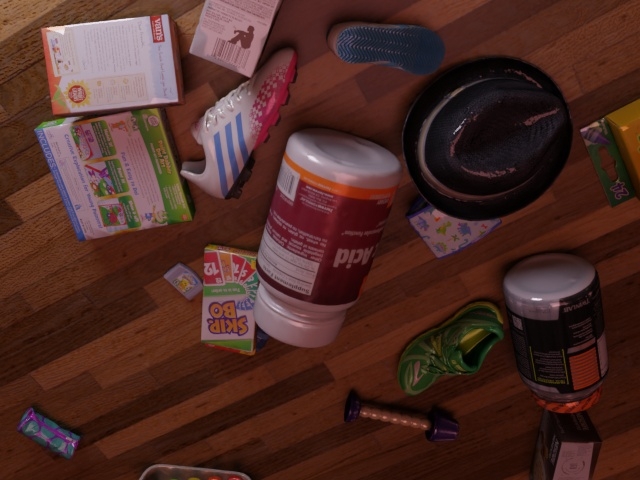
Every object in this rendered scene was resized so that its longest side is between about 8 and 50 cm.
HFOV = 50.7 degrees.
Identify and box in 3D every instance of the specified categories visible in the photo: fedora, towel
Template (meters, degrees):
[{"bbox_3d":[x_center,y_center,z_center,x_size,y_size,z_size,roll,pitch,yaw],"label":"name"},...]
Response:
[{"bbox_3d":[0.322,-0.187,1.225,0.334,0.152,0.333,0,95,-4],"label":"fedora"},{"bbox_3d":[-0.140,0.200,1.533,0.067,0.029,0.119,26,113,-14],"label":"towel"}]

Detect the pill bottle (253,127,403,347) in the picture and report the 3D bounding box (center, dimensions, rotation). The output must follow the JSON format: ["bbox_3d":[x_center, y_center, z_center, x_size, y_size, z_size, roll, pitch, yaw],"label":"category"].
[{"bbox_3d":[0.000,0.000,1.325,0.224,0.224,0.392,13,116,-7],"label":"pill bottle"}]

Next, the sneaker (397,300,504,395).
[{"bbox_3d":[0.285,0.253,1.510,0.109,0.123,0.295,39,111,-18],"label":"sneaker"}]

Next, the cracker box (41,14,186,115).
[{"bbox_3d":[-0.372,-0.314,1.228,0.232,0.067,0.155,-5,96,3],"label":"cracker box"}]

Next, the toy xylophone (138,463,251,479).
[{"bbox_3d":[-0.318,0.679,1.742,0.323,0.081,0.236,0,117,0],"label":"toy xylophone"}]

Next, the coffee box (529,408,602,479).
[{"bbox_3d":[0.591,0.537,1.646,0.098,0.141,0.246,1,117,-1],"label":"coffee box"}]

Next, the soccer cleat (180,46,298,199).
[{"bbox_3d":[-0.159,-0.227,1.270,0.143,0.116,0.331,25,114,-13],"label":"soccer cleat"}]

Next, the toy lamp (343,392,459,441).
[{"bbox_3d":[0.197,0.428,1.626,0.275,0.080,0.080,15,115,-6],"label":"toy lamp"}]

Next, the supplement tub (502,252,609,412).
[{"bbox_3d":[0.509,0.202,1.449,0.194,0.193,0.315,-14,116,6],"label":"supplement tub"}]

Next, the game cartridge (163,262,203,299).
[{"bbox_3d":[-0.296,0.089,1.484,0.056,0.017,0.083,-39,111,13],"label":"game cartridge"}]

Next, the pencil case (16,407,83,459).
[{"bbox_3d":[-0.659,0.469,1.643,0.152,0.064,0.070,38,126,-18],"label":"pencil case"}]

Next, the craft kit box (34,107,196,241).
[{"bbox_3d":[-0.402,-0.136,1.349,0.247,0.061,0.249,-8,116,6],"label":"craft kit box"}]

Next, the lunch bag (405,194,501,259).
[{"bbox_3d":[0.266,-0.049,1.375,0.151,0.096,0.129,-38,111,6],"label":"lunch bag"}]

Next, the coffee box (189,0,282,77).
[{"bbox_3d":[-0.110,-0.447,1.133,0.119,0.168,0.297,20,114,-10],"label":"coffee box"}]

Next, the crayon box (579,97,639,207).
[{"bbox_3d":[0.702,-0.198,1.312,0.323,0.083,0.203,-27,114,13],"label":"crayon box"}]

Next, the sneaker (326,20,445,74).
[{"bbox_3d":[0.122,-0.358,1.229,0.229,0.092,0.087,3,116,-24],"label":"sneaker"}]

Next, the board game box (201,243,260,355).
[{"bbox_3d":[-0.196,0.139,1.482,0.124,0.039,0.259,10,117,8],"label":"board game box"}]
